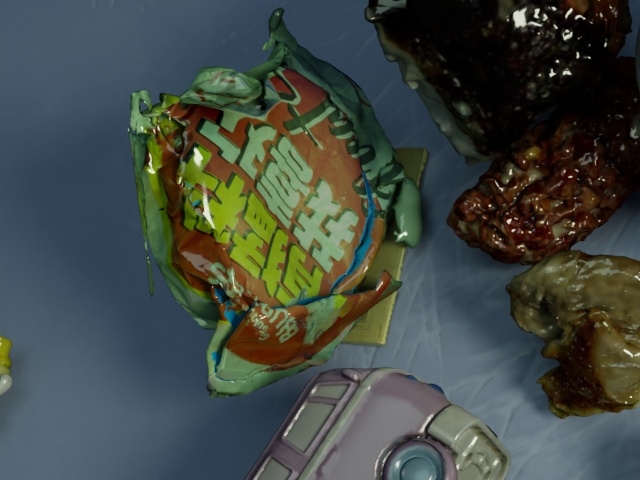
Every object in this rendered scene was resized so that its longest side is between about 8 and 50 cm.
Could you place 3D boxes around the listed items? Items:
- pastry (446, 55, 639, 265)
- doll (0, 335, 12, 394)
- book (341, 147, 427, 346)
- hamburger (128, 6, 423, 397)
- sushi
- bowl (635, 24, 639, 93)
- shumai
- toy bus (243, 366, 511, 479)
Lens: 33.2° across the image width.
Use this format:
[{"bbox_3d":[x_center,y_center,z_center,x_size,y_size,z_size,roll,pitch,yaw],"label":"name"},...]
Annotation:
[{"bbox_3d":[0.199,-0.058,0.837,0.208,0.115,0.097,-41,65,-2],"label":"pastry"},{"bbox_3d":[-0.350,0.158,1.009,0.106,0.062,0.162,13,70,37],"label":"doll"},{"bbox_3d":[0.000,0.000,0.957,0.168,0.013,0.192,2,63,27],"label":"book"},{"bbox_3d":[-0.052,-0.027,0.874,0.150,0.260,0.276,-18,17,43],"label":"hamburger"},{"bbox_3d":[0.149,-0.187,0.839,0.182,0.196,0.343,-21,17,18],"label":"sushi"},{"bbox_3d":[0.320,-0.126,0.726,0.157,0.346,0.345,-17,51,52],"label":"bowl"},{"bbox_3d":[0.210,0.063,0.755,0.139,0.123,0.105,-13,68,4],"label":"shumai"},{"bbox_3d":[0.027,0.190,0.752,0.142,0.142,0.202,28,78,35],"label":"toy bus"}]
